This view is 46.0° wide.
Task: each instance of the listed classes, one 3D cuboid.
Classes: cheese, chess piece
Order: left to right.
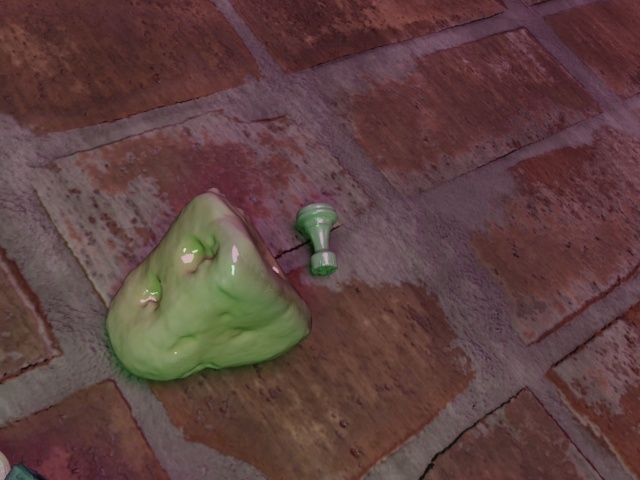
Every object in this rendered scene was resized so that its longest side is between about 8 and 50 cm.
[{"bbox_3d":[-0.137,0.084,1.003,0.248,0.251,0.173,31,21,-51],"label":"cheese"},{"bbox_3d":[0.000,0.000,1.177,0.067,0.067,0.103,1,65,-24],"label":"chess piece"}]

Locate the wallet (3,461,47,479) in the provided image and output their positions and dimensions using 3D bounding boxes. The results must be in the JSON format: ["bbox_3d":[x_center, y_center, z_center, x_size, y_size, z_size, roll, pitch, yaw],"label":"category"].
[{"bbox_3d":[-0.257,0.361,0.657,0.290,0.054,0.251,16,63,34],"label":"wallet"}]

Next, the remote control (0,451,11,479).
[{"bbox_3d":[-0.350,0.323,0.788,0.078,0.042,0.221,-13,62,-23],"label":"remote control"}]
